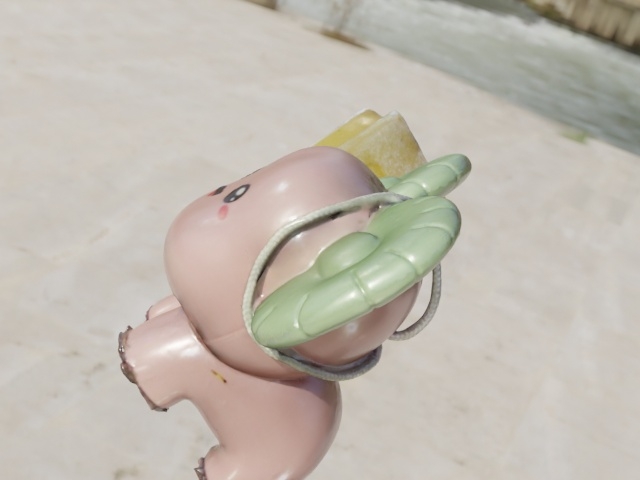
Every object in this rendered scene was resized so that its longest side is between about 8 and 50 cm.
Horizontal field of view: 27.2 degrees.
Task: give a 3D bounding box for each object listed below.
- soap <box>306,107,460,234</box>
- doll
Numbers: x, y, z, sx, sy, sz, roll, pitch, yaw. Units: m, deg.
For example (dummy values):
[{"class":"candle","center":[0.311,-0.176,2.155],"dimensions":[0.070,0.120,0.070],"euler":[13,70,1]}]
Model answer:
[{"class":"soap","center":[0.000,0.000,1.404],"dimensions":[0.274,0.173,0.089],"euler":[-36,21,-19]},{"class":"doll","center":[0.001,0.041,0.960],"dimensions":[0.216,0.268,0.284],"euler":[57,18,-10]}]
